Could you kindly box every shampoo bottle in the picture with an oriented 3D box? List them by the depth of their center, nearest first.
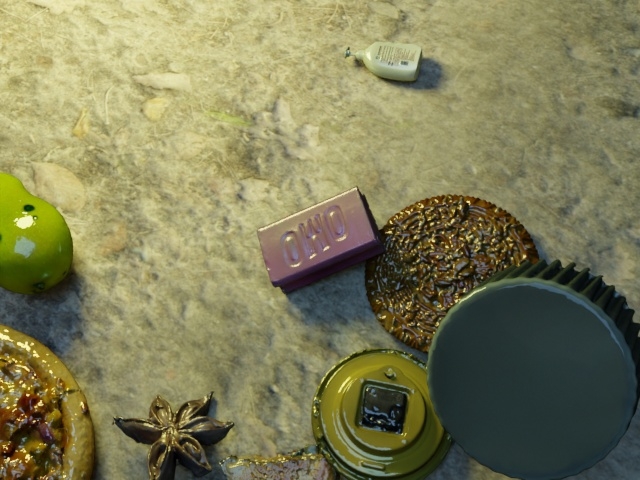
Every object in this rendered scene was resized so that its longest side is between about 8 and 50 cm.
[{"bbox_3d":[0.118,-0.352,1.544,0.152,0.045,0.077,10,72,11],"label":"shampoo bottle"}]

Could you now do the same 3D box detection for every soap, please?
[{"bbox_3d":[0.000,0.000,1.393,0.203,0.065,0.122,-24,66,10],"label":"soap"}]

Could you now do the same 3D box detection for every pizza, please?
[{"bbox_3d":[-0.072,0.395,1.267,0.195,0.052,0.185,23,70,10],"label":"pizza"},{"bbox_3d":[-0.532,0.317,1.353,0.278,0.114,0.408,-25,64,-7],"label":"pizza"}]

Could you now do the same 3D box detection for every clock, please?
[{"bbox_3d":[0.102,0.275,1.268,0.237,0.057,0.236,0,63,-1],"label":"clock"}]

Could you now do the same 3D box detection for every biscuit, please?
[{"bbox_3d":[0.224,0.054,1.367,0.306,0.038,0.305,-3,68,8],"label":"biscuit"}]

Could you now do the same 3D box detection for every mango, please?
[{"bbox_3d":[-0.569,-0.018,1.476,0.175,0.143,0.293,-39,58,-9],"label":"mango"}]

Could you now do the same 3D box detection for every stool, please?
[{"bbox_3d":[0.303,0.173,1.104,0.297,0.330,0.297,0,89,20],"label":"stool"}]

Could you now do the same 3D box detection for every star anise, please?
[{"bbox_3d":[-0.228,0.321,1.301,0.172,0.063,0.208,-23,35,-24],"label":"star anise"}]
